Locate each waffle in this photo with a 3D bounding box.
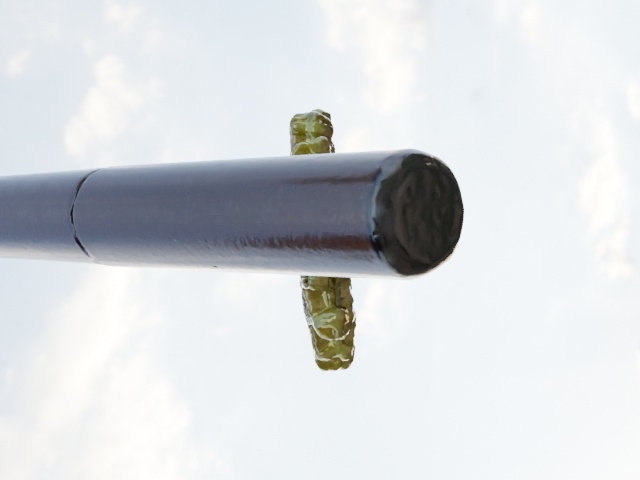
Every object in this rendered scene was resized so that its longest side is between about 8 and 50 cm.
[{"bbox_3d":[0.000,0.001,0.780,0.191,0.038,0.191,174,90,-89],"label":"waffle"}]

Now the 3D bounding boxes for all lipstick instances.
[{"bbox_3d":[-0.079,-0.012,0.556,0.057,0.356,0.057,0,-90,-43],"label":"lipstick"}]
